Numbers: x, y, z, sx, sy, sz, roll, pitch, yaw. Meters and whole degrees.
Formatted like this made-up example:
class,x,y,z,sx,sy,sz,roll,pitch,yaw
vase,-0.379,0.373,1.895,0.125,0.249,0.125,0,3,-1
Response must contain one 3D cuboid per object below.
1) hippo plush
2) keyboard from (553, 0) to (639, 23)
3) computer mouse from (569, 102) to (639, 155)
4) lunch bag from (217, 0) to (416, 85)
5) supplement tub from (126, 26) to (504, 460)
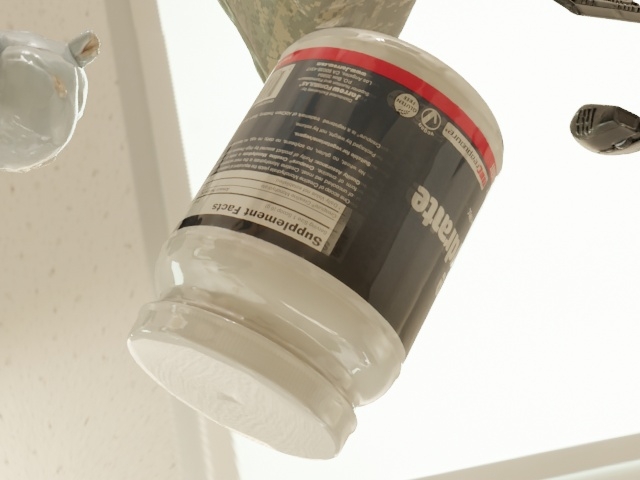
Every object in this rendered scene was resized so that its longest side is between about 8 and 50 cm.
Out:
class,x,y,z,sx,sy,sz,roll,pitch,yaw
hippo plush,-0.349,-0.137,1.186,0.236,0.294,0.234,30,-79,-20
keyboard,0.265,-0.257,1.284,0.108,0.023,0.180,40,-153,29
computer mouse,0.301,-0.094,1.163,0.071,0.242,0.041,27,-92,-18
lunch bag,-0.023,-0.328,1.295,0.169,0.235,0.287,-19,-113,-26
supplement tub,0.000,0.000,0.915,0.191,0.191,0.272,31,-113,-4
